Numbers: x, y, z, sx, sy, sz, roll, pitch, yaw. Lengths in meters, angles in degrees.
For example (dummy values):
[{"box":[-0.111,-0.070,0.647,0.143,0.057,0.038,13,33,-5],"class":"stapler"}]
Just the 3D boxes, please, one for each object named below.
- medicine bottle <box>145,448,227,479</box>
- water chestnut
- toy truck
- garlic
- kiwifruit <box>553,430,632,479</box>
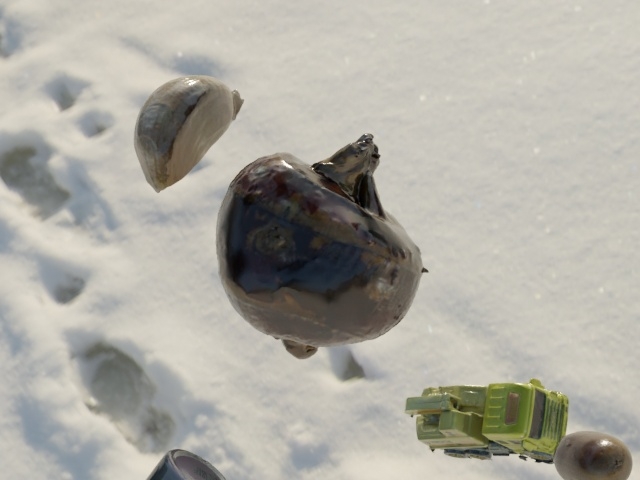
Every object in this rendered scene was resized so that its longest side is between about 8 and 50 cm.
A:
[{"box":[-0.138,0.236,0.774,0.199,0.058,0.057,-55,46,9],"class":"medicine bottle"},{"box":[0.000,0.000,1.151,0.224,0.224,0.238,40,100,42],"class":"water chestnut"},{"box":[0.273,0.300,1.905,0.272,0.157,0.124,-9,63,47],"class":"toy truck"},{"box":[-0.181,-0.161,1.473,0.087,0.101,0.195,2,41,35],"class":"garlic"},{"box":[0.334,0.270,1.375,0.075,0.075,0.124,-39,5,-17],"class":"kiwifruit"}]
